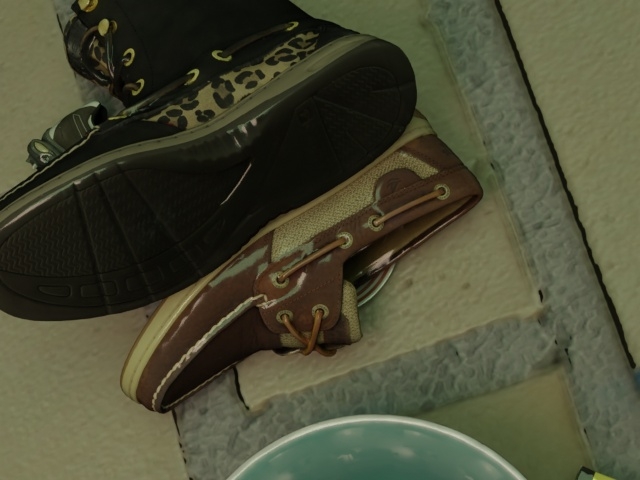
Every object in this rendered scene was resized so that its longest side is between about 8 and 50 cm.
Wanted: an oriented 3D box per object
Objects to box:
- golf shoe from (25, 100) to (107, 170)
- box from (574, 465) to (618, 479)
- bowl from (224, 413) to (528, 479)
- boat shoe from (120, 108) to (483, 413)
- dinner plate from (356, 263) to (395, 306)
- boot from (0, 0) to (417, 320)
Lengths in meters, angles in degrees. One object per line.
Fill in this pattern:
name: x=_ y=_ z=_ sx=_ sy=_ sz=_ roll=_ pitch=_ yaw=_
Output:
golf shoe: x=-0.165 y=-0.046 z=1.527 sx=0.198 sy=0.077 sz=0.094 roll=42 pitch=85 yaw=15
box: x=0.301 y=0.260 z=1.382 sx=0.232 sy=0.058 sz=0.087 roll=18 pitch=79 yaw=14
bowl: x=0.051 y=0.301 z=1.357 sx=0.311 sy=0.163 sz=0.312 roll=-2 pitch=75 yaw=9
boat shoe: x=-0.011 y=0.038 z=1.443 sx=0.342 sy=0.123 sz=0.123 roll=-40 pitch=72 yaw=-10
dinner plate: x=0.000 y=0.000 z=1.519 sx=0.141 sy=0.017 sz=0.141 roll=-2 pitch=76 yaw=8
boot: x=-0.143 y=-0.103 z=1.433 sx=0.377 sy=0.138 sz=0.284 roll=-31 pitch=40 yaw=-11
